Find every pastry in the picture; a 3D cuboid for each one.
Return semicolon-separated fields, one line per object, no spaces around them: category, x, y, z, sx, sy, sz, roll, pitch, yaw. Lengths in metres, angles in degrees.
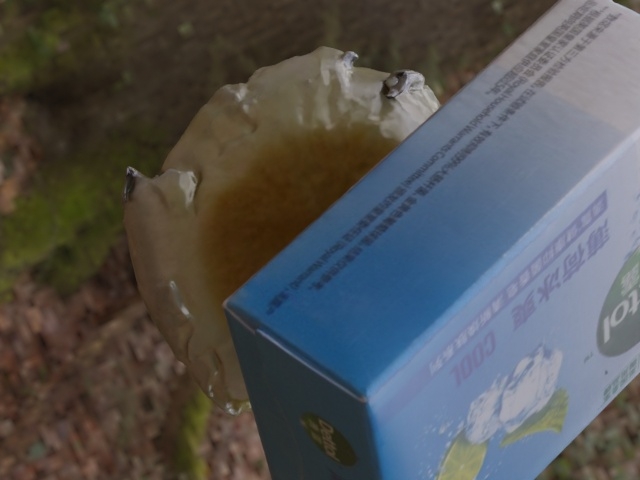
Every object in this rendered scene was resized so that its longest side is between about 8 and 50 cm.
pastry;0.000;0.000;0.818;0.088;0.166;0.166;5;60;-89

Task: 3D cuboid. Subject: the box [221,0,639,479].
box;0.064;0.020;0.705;0.073;0.194;0.139;33;-27;32
